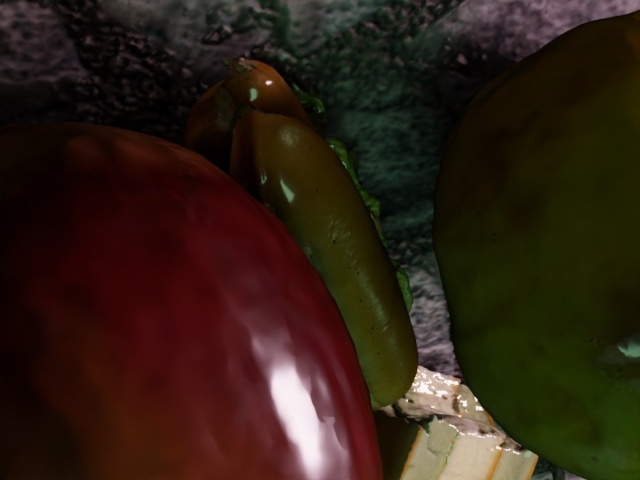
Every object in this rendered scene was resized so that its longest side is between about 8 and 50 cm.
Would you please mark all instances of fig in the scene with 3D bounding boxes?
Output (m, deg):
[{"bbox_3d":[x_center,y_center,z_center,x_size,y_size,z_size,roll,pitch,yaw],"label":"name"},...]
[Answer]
[{"bbox_3d":[0.235,0.018,0.780,0.343,0.343,0.343,-8,137,-7],"label":"fig"}]

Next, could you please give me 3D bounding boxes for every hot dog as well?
[{"bbox_3d":[0.000,0.000,0.827,0.100,0.135,0.337,-35,139,-9],"label":"hot dog"}]

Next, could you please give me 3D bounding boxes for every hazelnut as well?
[{"bbox_3d":[-0.146,0.138,0.668,0.353,0.421,0.421,-9,147,-50],"label":"hazelnut"}]

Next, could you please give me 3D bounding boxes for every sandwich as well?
[{"bbox_3d":[0.065,0.211,1.089,0.155,0.227,0.198,22,92,-31],"label":"sandwich"}]

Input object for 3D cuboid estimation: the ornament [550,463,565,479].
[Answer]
[{"bbox_3d":[0.312,0.192,1.147,0.236,0.080,0.202,-38,136,24],"label":"ornament"}]
